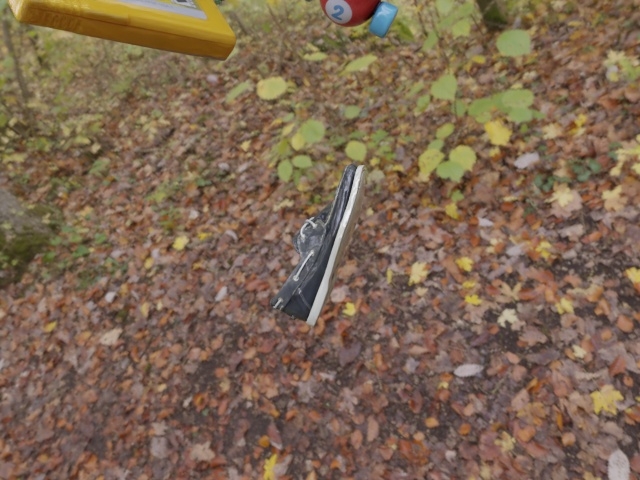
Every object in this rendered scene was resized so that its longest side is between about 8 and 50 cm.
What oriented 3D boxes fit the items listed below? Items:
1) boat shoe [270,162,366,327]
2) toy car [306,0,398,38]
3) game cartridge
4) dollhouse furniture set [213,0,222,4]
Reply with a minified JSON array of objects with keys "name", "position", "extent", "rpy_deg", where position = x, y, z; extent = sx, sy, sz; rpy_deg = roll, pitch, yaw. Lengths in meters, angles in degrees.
[{"name":"boat shoe","position":[0.000,0.000,0.806],"extent":[0.084,0.079,0.233],"rpy_deg":[-18,-50,-76]},{"name":"toy car","position":[0.073,-0.546,1.176],"extent":[0.210,0.219,0.238],"rpy_deg":[-64,0,10]},{"name":"game cartridge","position":[-0.311,-0.396,0.856],"extent":[0.052,0.324,0.285],"rpy_deg":[-45,66,34]},{"name":"dollhouse furniture set","position":[-0.275,-0.644,1.221],"extent":[0.198,0.151,0.301],"rpy_deg":[5,79,44]}]
